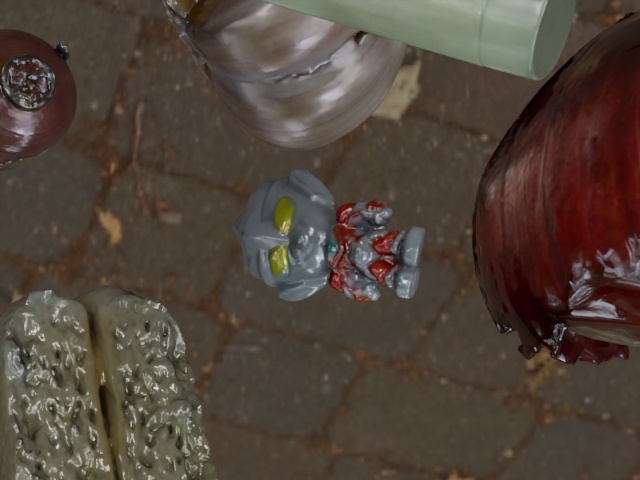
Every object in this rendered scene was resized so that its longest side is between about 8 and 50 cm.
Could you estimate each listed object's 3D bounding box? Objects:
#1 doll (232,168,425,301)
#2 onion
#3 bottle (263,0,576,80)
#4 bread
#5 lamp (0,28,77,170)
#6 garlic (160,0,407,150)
[{"bbox_3d":[0.000,0.000,1.019,0.079,0.180,0.094,-2,101,-47],"label":"doll"},{"bbox_3d":[0.194,-0.039,0.552,0.272,0.272,0.195,-3,89,2],"label":"onion"},{"bbox_3d":[0.050,-0.157,0.899,0.202,0.072,0.072,20,135,22],"label":"bottle"},{"bbox_3d":[-0.107,0.194,0.663,0.102,0.337,0.183,3,152,-30],"label":"bread"},{"bbox_3d":[-0.413,-0.187,1.941,0.180,0.180,0.258,28,158,-23],"label":"lamp"},{"bbox_3d":[-0.016,-0.147,1.181,0.191,0.160,0.214,-11,129,12],"label":"garlic"}]
